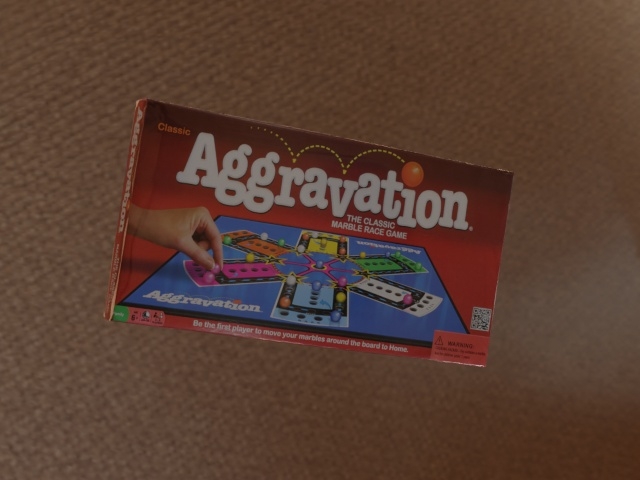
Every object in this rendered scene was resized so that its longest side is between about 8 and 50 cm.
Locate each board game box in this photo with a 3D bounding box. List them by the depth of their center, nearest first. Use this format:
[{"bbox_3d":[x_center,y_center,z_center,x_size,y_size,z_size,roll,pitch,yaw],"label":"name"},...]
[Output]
[{"bbox_3d":[0.000,0.000,0.881,0.281,0.027,0.145,9,88,-25],"label":"board game box"}]
